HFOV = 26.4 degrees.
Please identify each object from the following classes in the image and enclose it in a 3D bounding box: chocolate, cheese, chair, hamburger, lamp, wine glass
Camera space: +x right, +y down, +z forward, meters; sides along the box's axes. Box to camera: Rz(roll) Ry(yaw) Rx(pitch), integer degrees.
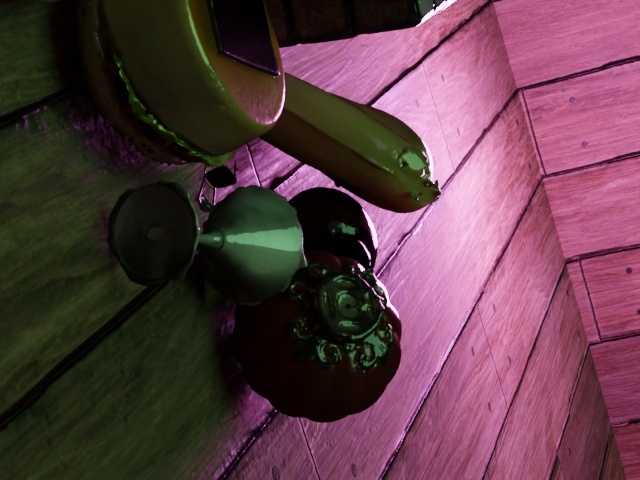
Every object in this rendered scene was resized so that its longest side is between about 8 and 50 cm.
[{"bbox_3d":[0.000,0.000,1.930,0.177,0.177,0.176,-13,90,-69],"label":"chocolate"},{"bbox_3d":[0.031,-0.135,1.901,0.128,0.316,0.259,-66,157,8],"label":"cheese"},{"bbox_3d":[-0.132,-0.077,1.770,0.037,0.042,0.086,50,33,-42],"label":"chair"},{"bbox_3d":[-0.167,-0.226,1.582,0.300,0.176,0.300,45,38,-52],"label":"hamburger"},{"bbox_3d":[-0.006,0.125,1.757,0.227,0.227,0.227,-13,90,-69],"label":"lamp"},{"bbox_3d":[-0.134,-0.002,1.593,0.232,0.156,0.156,9,70,-64],"label":"wine glass"}]

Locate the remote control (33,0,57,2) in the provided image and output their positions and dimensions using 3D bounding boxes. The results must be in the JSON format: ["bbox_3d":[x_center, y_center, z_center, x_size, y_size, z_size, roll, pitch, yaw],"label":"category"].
[{"bbox_3d":[-0.327,-0.398,1.379,0.221,0.103,0.332,-74,143,-55],"label":"remote control"}]

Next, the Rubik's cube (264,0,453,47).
[{"bbox_3d":[-0.015,-0.451,1.818,0.337,0.344,0.343,-49,134,-65],"label":"Rubik's cube"}]
